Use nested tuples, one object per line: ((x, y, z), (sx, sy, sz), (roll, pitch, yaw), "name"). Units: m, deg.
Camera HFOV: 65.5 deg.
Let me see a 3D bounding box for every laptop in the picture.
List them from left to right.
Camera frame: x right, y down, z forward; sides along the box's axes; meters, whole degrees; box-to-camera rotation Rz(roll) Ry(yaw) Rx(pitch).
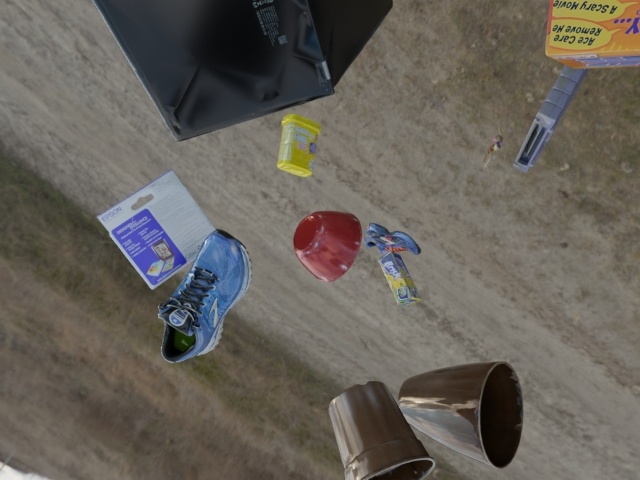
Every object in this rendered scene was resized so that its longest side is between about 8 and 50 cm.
((-0.096, -0.408, 0.701), (0.408, 0.236, 0.382), (-16, 135, 6), "laptop")

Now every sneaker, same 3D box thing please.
((-0.252, 0.131, 1.055), (0.130, 0.147, 0.330), (27, 110, 13), "sneaker")
((0.238, 0.014, 1.664), (0.221, 0.087, 0.083), (20, 169, 42), "sneaker")

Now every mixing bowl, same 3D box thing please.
((0.000, 0.000, 1.175), (0.098, 0.181, 0.181), (24, 154, -35), "mixing bowl")

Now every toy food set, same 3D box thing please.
((0.514, -0.271, 1.472), (0.019, 0.078, 0.122), (19, 127, 3), "toy food set")

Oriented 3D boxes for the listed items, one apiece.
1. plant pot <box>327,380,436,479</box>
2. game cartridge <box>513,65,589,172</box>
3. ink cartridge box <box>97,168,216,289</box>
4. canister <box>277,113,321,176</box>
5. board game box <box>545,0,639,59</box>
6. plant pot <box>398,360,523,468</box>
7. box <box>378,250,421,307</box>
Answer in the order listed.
((0.098, 0.360, 0.909), (0.167, 0.165, 0.167), (-13, 139, -12), "plant pot")
((0.621, -0.342, 1.330), (0.068, 0.230, 0.355), (35, 177, 17), "game cartridge")
((-0.372, -0.028, 1.173), (0.208, 0.206, 0.045), (56, 160, -11), "ink cartridge box")
((-0.071, -0.302, 1.596), (0.126, 0.170, 0.073), (16, 164, -32), "canister")
((0.536, -0.433, 0.669), (0.356, 0.356, 0.356), (8, 107, 31), "board game box")
((0.300, 0.372, 1.119), (0.230, 0.215, 0.215), (-7, 132, 44), "plant pot")
((0.241, 0.117, 1.520), (0.054, 0.169, 0.059), (-39, 146, 27), "box")
